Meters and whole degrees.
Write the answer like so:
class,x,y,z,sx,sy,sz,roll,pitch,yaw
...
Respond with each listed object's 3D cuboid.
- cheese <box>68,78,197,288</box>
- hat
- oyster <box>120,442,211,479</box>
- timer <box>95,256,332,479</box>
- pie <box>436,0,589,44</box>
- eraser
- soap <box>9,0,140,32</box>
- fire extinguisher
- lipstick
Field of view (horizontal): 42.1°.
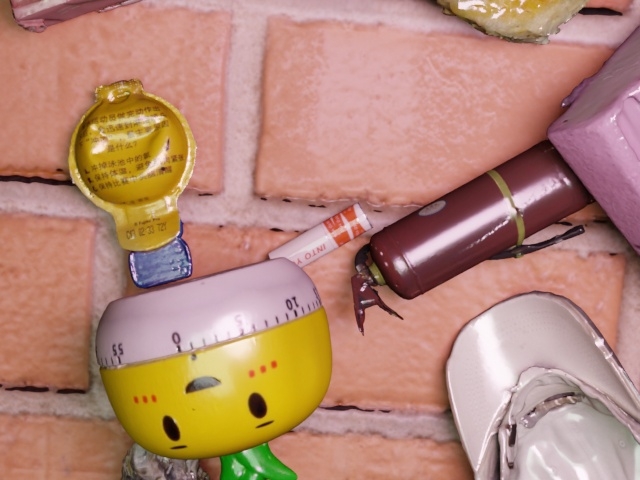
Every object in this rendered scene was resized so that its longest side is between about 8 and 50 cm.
class,x,y,z,sx,sy,sz,roll,pitch,yaw
cheese,-0.218,-0.068,0.998,0.157,0.064,0.250,-13,88,0
hat,0.293,0.215,1.049,0.258,0.168,0.301,-28,75,22
oyster,-0.193,0.383,1.045,0.162,0.158,0.350,-20,116,-33
timer,-0.104,0.171,0.942,0.285,0.285,0.285,0,98,-2
pie,0.232,-0.455,0.922,0.395,0.180,0.418,-37,111,10
eraser,0.463,-0.082,0.953,0.272,0.122,0.359,-45,106,-13
soap,-0.249,-0.361,0.948,0.273,0.098,0.217,-19,99,0
fire extinguisher,0.179,-0.003,1.003,0.341,0.141,0.105,-29,137,-1
lipstick,0.000,0.000,1.041,0.131,0.038,0.038,-30,98,3
